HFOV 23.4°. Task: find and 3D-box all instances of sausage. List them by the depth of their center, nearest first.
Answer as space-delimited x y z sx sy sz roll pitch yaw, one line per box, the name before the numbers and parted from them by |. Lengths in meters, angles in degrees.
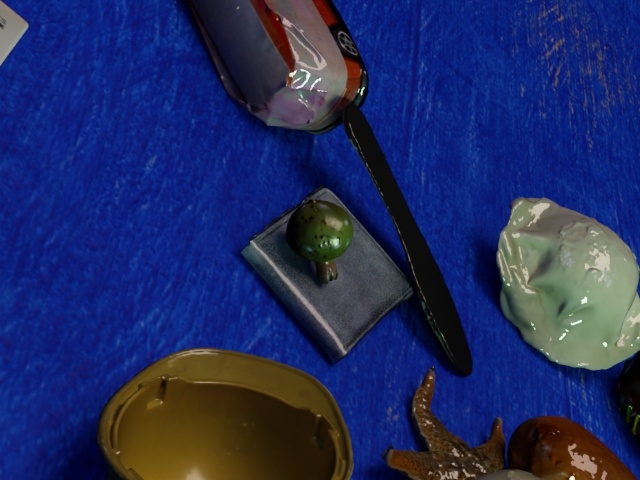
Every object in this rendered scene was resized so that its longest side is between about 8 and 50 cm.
sausage | 0.303 0.302 1.701 0.258 0.133 0.133 50 28 0

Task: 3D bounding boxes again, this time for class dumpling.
dumpling | 0.321 0.064 2.018 0.258 0.147 0.193 44 59 -8

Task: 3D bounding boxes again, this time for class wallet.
wallet | 0.011 0.034 1.715 0.167 0.036 0.222 50 30 0

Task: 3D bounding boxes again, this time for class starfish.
starfish | 0.134 0.224 1.647 0.138 0.050 0.247 46 21 -3

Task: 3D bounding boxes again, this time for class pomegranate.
pomegranate | -0.004 -0.001 1.644 0.073 0.084 0.073 18 19 -6

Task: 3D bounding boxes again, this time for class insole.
insole | 0.105 -0.001 1.826 0.348 0.009 0.119 65 19 -1

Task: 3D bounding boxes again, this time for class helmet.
helmet | -0.085 0.208 1.261 0.205 0.140 0.257 14 22 2

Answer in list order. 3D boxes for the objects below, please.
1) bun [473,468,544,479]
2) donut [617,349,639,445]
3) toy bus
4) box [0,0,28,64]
bun | 0.188 0.358 1.454 0.287 0.146 0.287 45 31 -37
donut | 0.486 0.240 2.064 0.230 0.096 0.216 48 31 -1
toy bus | -0.066 -0.270 1.882 0.147 0.127 0.302 -1 57 -49
box | -0.410 -0.209 1.358 0.274 0.091 0.220 41 28 -14
